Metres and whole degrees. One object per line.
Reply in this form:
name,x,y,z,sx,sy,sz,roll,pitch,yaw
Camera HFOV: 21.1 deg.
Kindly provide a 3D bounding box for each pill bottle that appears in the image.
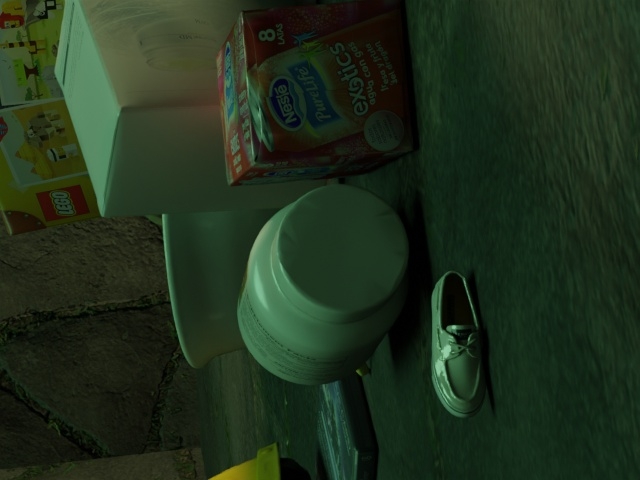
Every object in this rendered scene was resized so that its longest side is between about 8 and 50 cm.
pill bottle,0.003,0.035,1.396,0.229,0.131,0.131,114,150,-73

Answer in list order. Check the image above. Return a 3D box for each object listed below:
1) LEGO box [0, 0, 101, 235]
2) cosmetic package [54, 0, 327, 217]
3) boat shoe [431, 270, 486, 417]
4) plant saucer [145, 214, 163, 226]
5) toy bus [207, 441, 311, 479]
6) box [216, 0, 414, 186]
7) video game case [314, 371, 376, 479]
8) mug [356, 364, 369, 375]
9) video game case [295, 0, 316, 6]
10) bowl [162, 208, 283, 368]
LEGO box,-0.325,-0.267,2.392,0.500,0.372,0.193,79,179,-50
cosmetic package,-0.122,-0.148,1.670,0.138,0.224,0.225,106,151,-41
boat shoe,0.092,0.067,1.144,0.035,0.035,0.100,96,173,-66
plant saucer,-0.144,-0.144,2.177,0.278,0.041,0.278,-27,53,42
toy bus,-0.089,0.362,1.878,0.149,0.211,0.220,-101,-10,-64
box,-0.011,-0.116,1.408,0.257,0.128,0.123,164,100,-82
video game case,0.023,0.228,1.773,0.196,0.026,0.274,-103,12,-45
mug,0.023,0.086,1.614,0.062,0.078,0.064,-62,24,6
video game case,-0.032,-0.209,1.862,0.285,0.025,0.204,136,128,-80
bowl,-0.081,-0.011,1.856,0.298,0.134,0.298,-3,-90,-85
